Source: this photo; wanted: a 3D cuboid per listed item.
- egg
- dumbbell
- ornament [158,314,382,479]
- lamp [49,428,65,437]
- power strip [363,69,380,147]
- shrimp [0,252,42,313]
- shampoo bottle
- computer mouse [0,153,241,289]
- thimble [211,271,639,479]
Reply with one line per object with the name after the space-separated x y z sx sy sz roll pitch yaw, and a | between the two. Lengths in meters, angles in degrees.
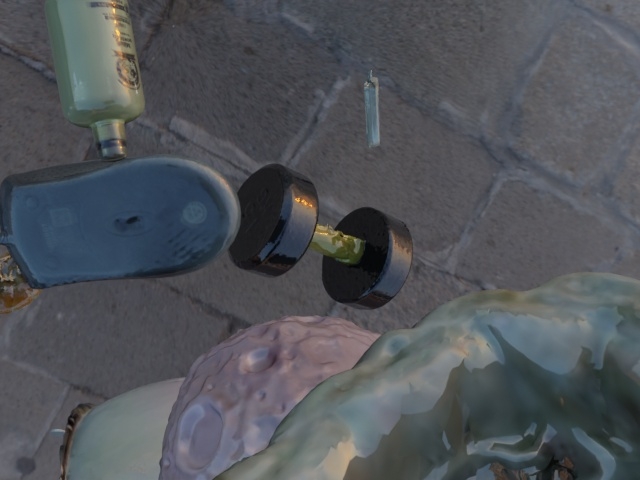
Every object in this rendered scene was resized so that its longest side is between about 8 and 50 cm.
-0.121 0.344 0.992 0.339 0.354 0.355 -13 108 -1 | egg
0.000 0.000 1.432 0.322 0.203 0.204 22 101 -36 | dumbbell
-0.011 0.188 0.664 0.259 0.225 0.259 6 131 6 | ornament
-0.547 0.428 1.762 0.198 0.056 0.050 -12 149 22 | lamp
0.112 -0.282 1.631 0.030 0.048 0.191 1 131 8 | power strip
-0.594 -0.002 1.280 0.296 0.058 0.169 43 69 -23 | shrimp
-0.212 -0.155 0.722 0.079 0.079 0.162 -10 87 -8 | shampoo bottle
-0.303 -0.035 1.128 0.370 0.122 0.188 -8 110 -2 | computer mouse
0.093 0.171 0.305 0.291 0.291 0.195 -24 124 -4 | thimble
